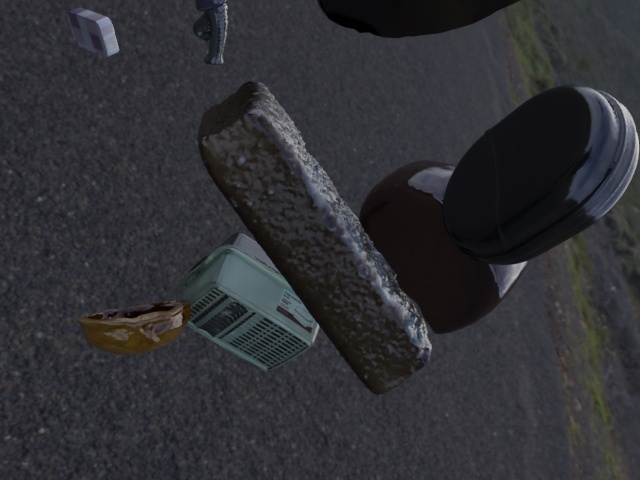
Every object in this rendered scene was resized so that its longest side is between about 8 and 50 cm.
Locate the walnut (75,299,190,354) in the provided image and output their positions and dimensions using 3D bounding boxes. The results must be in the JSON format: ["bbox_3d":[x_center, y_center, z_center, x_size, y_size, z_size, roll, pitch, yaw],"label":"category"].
[{"bbox_3d":[-0.348,0.170,1.260,0.211,0.167,0.087,-8,97,-28],"label":"walnut"}]

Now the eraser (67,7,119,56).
[{"bbox_3d":[-0.390,-0.357,1.141,0.026,0.105,0.065,-39,140,-31],"label":"eraser"}]

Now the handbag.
[{"bbox_3d":[0.308,-0.099,0.981,0.093,0.308,0.253,30,42,-27],"label":"handbag"}]

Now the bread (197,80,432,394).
[{"bbox_3d":[0.000,0.000,0.832,0.416,0.113,0.165,55,7,-28],"label":"bread"}]

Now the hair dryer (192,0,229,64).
[{"bbox_3d":[-0.207,-0.387,0.829,0.121,0.301,0.361,-72,146,-61],"label":"hair dryer"}]

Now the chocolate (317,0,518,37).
[{"bbox_3d":[0.126,-0.344,0.546,0.225,0.340,0.210,12,61,-47],"label":"chocolate"}]

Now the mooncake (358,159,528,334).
[{"bbox_3d":[0.238,0.015,1.311,0.174,0.326,0.333,-40,137,-44],"label":"mooncake"}]

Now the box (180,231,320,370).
[{"bbox_3d":[-0.143,0.131,1.412,0.290,0.220,0.166,35,43,-19],"label":"box"}]
